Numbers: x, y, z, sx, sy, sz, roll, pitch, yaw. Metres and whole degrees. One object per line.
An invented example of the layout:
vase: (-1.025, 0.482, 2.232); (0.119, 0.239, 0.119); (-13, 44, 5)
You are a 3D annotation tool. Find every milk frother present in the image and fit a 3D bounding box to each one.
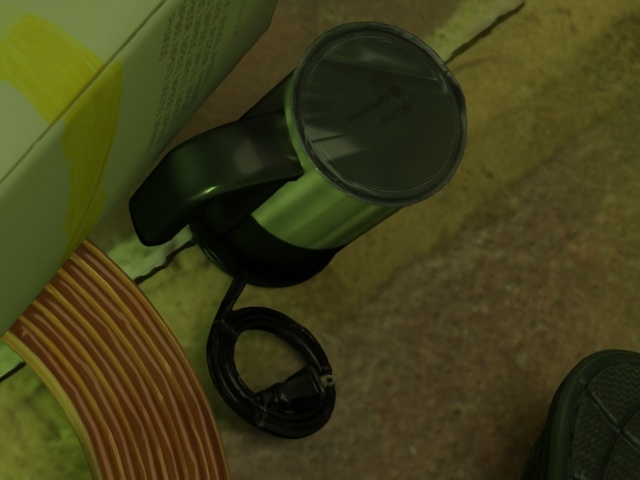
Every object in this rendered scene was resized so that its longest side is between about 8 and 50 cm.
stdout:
milk frother: (0.000, 0.000, 0.865); (0.129, 0.135, 0.143); (-34, 89, -28)

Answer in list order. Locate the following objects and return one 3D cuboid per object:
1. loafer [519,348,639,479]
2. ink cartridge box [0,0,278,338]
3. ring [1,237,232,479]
loafer: (0.109, 0.181, 0.878); (0.096, 0.084, 0.267); (23, 63, -7)
ink cartridge box: (-0.217, -0.077, 0.742); (0.279, 0.160, 0.384); (34, 61, 7)
ring: (-0.197, 0.121, 0.787); (0.337, 0.032, 0.336); (7, 68, -18)
